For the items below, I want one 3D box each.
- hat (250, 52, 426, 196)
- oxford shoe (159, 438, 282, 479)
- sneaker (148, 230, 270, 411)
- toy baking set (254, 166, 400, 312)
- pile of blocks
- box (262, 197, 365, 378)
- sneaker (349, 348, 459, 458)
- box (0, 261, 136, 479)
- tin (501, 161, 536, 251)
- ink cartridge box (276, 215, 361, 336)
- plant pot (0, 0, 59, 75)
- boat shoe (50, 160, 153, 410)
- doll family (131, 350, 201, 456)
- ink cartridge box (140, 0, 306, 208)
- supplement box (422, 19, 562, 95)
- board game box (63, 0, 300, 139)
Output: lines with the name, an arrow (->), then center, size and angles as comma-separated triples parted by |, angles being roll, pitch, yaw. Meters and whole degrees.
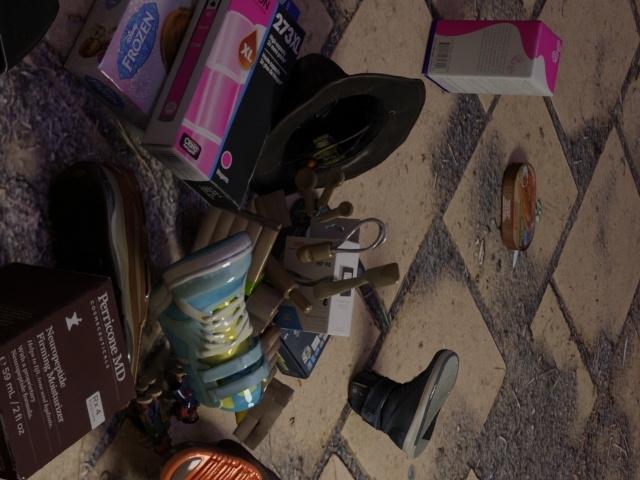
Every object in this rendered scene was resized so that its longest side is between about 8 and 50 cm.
hat -> 0.004, -0.199, 1.951 | 0.331, 0.331, 0.134 | 8, 52, -56
oxford shoe -> -0.150, 0.349, 1.867 | 0.130, 0.133, 0.363 | -43, 148, -2
sneaker -> -0.120, 0.115, 1.679 | 0.127, 0.319, 0.208 | -26, 84, -19
toy baking set -> -0.005, 0.004, 1.905 | 0.197, 0.256, 0.030 | -46, 156, 17
pile of blocks -> -0.119, 0.118, 1.893 | 0.112, 0.149, 0.362 | -47, 136, -76
box -> -0.027, 0.076, 2.070 | 0.232, 0.059, 0.183 | -61, 139, -29
sneaker -> 0.138, 0.249, 2.236 | 0.086, 0.163, 0.226 | -21, 139, -49
box -> -0.353, 0.146, 1.497 | 0.203, 0.167, 0.168 | -36, 124, -48
tin -> 0.419, -0.072, 2.734 | 0.106, 0.040, 0.189 | -15, 108, -59
ink cartridge box -> -0.003, 0.050, 1.959 | 0.060, 0.104, 0.180 | 10, 85, -52
plant pot -> -0.385, -0.286, 1.379 | 0.167, 0.187, 0.188 | -47, 133, -60
boat shoe -> -0.264, 0.057, 1.662 | 0.120, 0.122, 0.324 | -15, 108, -60
doll family -> -0.209, 0.234, 1.814 | 0.193, 0.076, 0.111 | -39, 122, -50
ink cartridge box -> -0.114, -0.246, 1.764 | 0.176, 0.069, 0.371 | 43, 59, -51
supplement box -> 0.316, -0.335, 2.366 | 0.114, 0.220, 0.111 | 23, 77, -55
board game box -> -0.176, -0.281, 1.778 | 0.318, 0.066, 0.318 | 45, 59, -50
